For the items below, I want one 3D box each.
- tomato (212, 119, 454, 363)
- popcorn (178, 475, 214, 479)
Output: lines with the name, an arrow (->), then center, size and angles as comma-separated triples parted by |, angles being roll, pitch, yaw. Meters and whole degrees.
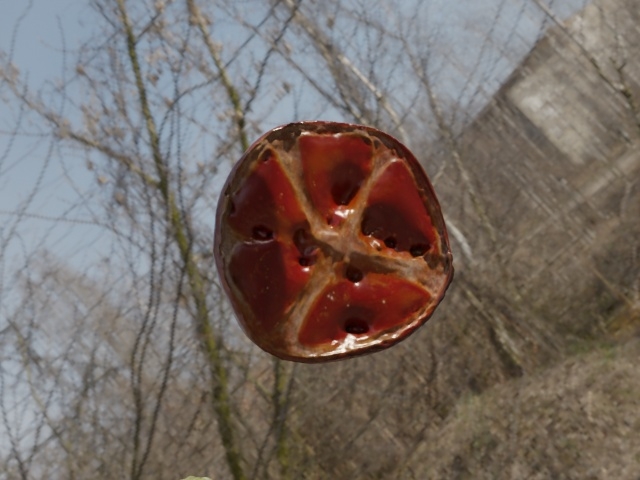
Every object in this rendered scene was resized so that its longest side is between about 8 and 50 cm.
tomato -> 0.000, 0.000, 0.560 | 0.155, 0.155, 0.069 | -40, 10, -16
popcorn -> -0.097, 0.361, 0.937 | 0.195, 0.256, 0.255 | -40, 24, -18
